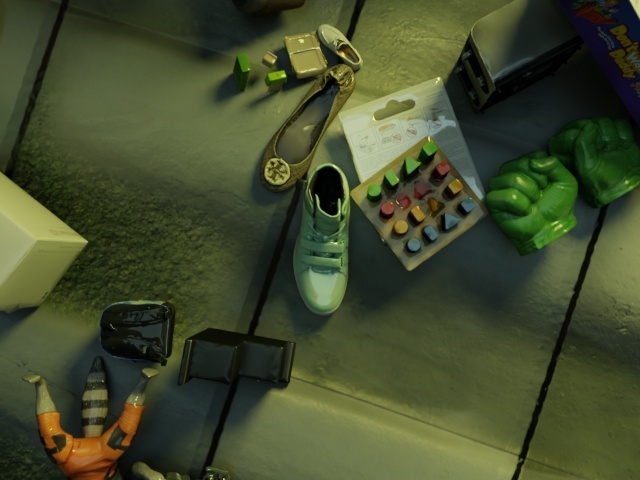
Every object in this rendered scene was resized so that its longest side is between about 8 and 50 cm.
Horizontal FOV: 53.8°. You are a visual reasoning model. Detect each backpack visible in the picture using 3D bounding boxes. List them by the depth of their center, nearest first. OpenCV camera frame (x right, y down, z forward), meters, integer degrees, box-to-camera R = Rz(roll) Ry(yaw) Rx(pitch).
[{"bbox_3d":[-0.304,0.151,1.057,0.115,0.084,0.104,4,88,-2],"label":"backpack"}]

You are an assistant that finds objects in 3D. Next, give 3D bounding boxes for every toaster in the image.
[{"bbox_3d":[0.312,-0.298,0.991,0.186,0.168,0.110,-28,87,3],"label":"toaster"}]

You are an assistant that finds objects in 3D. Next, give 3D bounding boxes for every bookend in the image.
[{"bbox_3d":[-0.127,0.195,1.011,0.157,0.156,0.072,9,89,2],"label":"bookend"}]

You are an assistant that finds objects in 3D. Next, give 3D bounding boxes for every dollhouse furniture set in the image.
[{"bbox_3d":[-0.069,-0.300,1.085,0.152,0.058,0.076,-17,80,-16],"label":"dollhouse furniture set"}]

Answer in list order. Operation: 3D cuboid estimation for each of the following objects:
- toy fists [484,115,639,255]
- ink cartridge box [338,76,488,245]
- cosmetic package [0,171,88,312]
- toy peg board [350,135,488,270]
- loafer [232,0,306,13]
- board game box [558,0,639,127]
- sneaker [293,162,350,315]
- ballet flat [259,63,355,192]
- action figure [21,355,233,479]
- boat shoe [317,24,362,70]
[{"bbox_3d":[0.389,-0.101,1.002,0.279,0.096,0.142,-32,87,-9],"label":"toy fists"},{"bbox_3d":[0.154,-0.130,1.059,0.189,0.066,0.232,-19,80,3],"label":"ink cartridge box"},{"bbox_3d":[-0.595,-0.052,1.023,0.366,0.197,0.155,37,90,2],"label":"cosmetic package"},{"bbox_3d":[0.156,-0.062,0.986,0.161,0.079,0.160,-36,83,1],"label":"toy peg board"},{"bbox_3d":[-0.078,-0.546,1.057,0.130,0.134,0.365,4,87,-33],"label":"loafer"},{"bbox_3d":[0.458,-0.333,0.893,0.347,0.078,0.233,35,64,-36],"label":"board game box"},{"bbox_3d":[0.000,0.000,1.011,0.094,0.151,0.255,1,90,2],"label":"sneaker"},{"bbox_3d":[-0.023,-0.191,1.062,0.084,0.058,0.249,36,91,4],"label":"ballet flat"},{"bbox_3d":[-0.324,0.370,1.048,0.342,0.178,0.330,-2,96,-24],"label":"action figure"},{"bbox_3d":[0.033,-0.332,1.073,0.035,0.035,0.100,-41,87,2],"label":"boat shoe"}]
